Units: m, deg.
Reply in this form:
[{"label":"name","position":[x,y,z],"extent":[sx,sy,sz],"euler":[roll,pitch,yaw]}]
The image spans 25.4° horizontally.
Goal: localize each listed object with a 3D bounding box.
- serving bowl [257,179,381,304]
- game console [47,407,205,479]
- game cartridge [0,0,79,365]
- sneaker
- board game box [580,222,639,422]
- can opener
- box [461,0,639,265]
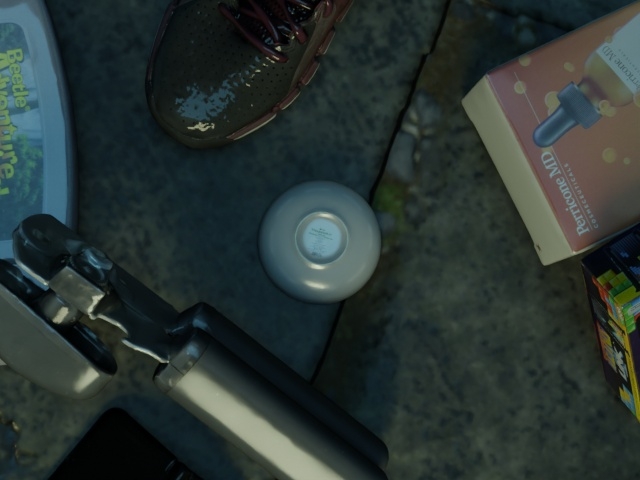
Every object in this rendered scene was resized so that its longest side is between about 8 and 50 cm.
[{"label":"serving bowl","position":[0.000,0.000,0.934],"extent":[0.083,0.027,0.083],"euler":[0,86,-3]},{"label":"game console","position":[-0.125,0.191,0.916],"extent":[0.107,0.071,0.122],"euler":[43,83,-29]},{"label":"game cartridge","position":[-0.256,-0.061,0.913],"extent":[0.196,0.060,0.294],"euler":[-7,85,-8]},{"label":"sneaker","position":[-0.012,-0.186,0.882],"extent":[0.106,0.162,0.281],"euler":[38,83,0]},{"label":"board game box","position":[0.253,0.023,0.893],"extent":[0.170,0.141,0.048],"euler":[-31,51,-6]},{"label":"can opener","position":[-0.088,0.090,0.881],"extent":[0.283,0.076,0.095],"euler":[39,107,-12]},{"label":"box","position":[0.200,-0.078,0.922],"extent":[0.170,0.091,0.130],"euler":[-26,87,-6]}]
